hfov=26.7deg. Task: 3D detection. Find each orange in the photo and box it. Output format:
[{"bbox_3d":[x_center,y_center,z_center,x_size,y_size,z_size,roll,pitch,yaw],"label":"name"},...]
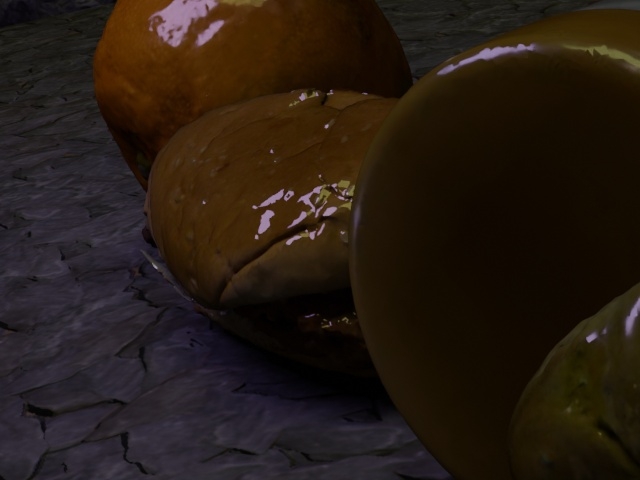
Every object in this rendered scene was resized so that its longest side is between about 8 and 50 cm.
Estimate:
[{"bbox_3d":[-0.050,-0.122,1.072,0.261,0.261,0.261,-8,19,3],"label":"orange"}]

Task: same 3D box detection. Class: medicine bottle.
[{"bbox_3d":[0.170,-0.004,0.642,0.238,0.238,0.232,6,23,39],"label":"medicine bottle"}]

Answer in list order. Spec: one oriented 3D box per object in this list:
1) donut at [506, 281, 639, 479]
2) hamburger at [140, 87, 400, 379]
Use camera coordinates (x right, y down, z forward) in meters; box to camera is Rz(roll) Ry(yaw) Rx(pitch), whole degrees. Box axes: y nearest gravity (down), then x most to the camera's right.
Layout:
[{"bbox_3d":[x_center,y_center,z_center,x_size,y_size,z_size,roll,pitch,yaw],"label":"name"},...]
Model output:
[{"bbox_3d":[0.192,0.087,0.417,0.261,0.209,0.128,10,25,33],"label":"donut"},{"bbox_3d":[0.000,0.000,0.857,0.282,0.155,0.245,-16,27,17],"label":"hamburger"}]
